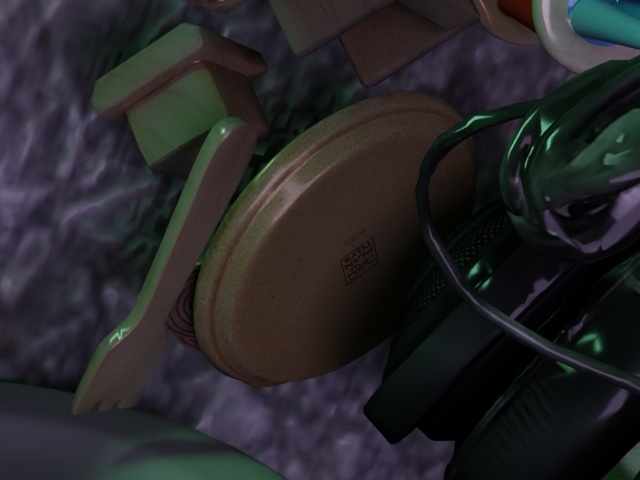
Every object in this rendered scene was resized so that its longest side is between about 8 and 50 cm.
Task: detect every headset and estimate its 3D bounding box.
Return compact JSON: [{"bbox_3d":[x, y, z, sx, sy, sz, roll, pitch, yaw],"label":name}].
[{"bbox_3d":[0.137,0.052,0.549,0.185,0.243,0.394,-44,146,-3],"label":"headset"}]

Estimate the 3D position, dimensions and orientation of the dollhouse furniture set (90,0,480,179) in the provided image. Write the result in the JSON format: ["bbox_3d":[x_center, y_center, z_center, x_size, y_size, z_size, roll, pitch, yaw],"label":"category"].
[{"bbox_3d":[-0.181,-0.075,0.507,0.355,0.174,0.303,-31,162,20],"label":"dollhouse furniture set"}]

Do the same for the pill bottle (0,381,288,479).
[{"bbox_3d":[-0.130,0.271,0.561,0.229,0.229,0.408,4,105,-23],"label":"pill bottle"}]

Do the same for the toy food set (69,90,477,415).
[{"bbox_3d":[0.000,0.000,0.602,0.192,0.038,0.132,1,124,-48],"label":"toy food set"}]

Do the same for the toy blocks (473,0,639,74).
[{"bbox_3d":[0.100,-0.117,0.571,0.054,0.148,0.123,30,95,-28],"label":"toy blocks"}]
